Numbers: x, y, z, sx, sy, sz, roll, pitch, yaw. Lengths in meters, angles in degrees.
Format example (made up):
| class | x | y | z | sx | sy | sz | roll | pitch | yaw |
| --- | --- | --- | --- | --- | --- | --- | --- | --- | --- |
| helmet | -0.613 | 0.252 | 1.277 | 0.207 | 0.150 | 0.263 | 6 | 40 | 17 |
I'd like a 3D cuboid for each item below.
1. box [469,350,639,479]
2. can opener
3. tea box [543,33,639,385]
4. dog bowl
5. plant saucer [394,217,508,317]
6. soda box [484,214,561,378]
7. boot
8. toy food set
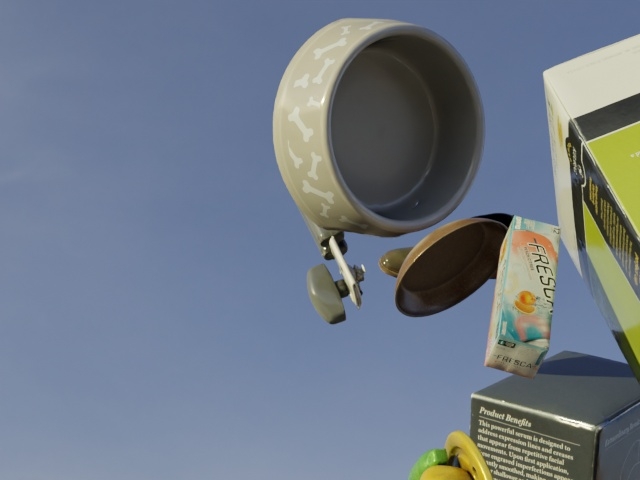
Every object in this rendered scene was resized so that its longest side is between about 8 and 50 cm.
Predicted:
| class | x | y | z | sx | sy | sz | roll | pitch | yaw |
| --- | --- | --- | --- | --- | --- | --- | --- | --- | --- |
| box | 0.381 | 0.404 | 1.854 | 0.212 | 0.396 | 0.293 | 12 | 15 | 38 |
| can opener | 0.000 | 0.000 | 1.924 | 0.093 | 0.280 | 0.074 | -18 | -36 | -5 |
| tea box | 0.412 | -0.012 | 1.337 | 0.220 | 0.324 | 0.329 | -20 | -36 | 1 |
| dog bowl | 0.101 | -0.166 | 1.816 | 0.348 | 0.349 | 0.102 | 29 | -14 | -32 |
| plant saucer | 0.186 | 0.032 | 1.777 | 0.198 | 0.036 | 0.199 | -23 | -34 | -17 |
| soda box | 0.228 | 0.061 | 1.362 | 0.058 | 0.183 | 0.063 | 14 | -41 | 0 |
| boot | 0.202 | 0.004 | 1.893 | 0.219 | 0.082 | 0.106 | -3 | -47 | -13 |
| toy food set | 0.100 | 0.249 | 1.023 | 0.071 | 0.128 | 0.218 | -15 | -33 | -11 |
